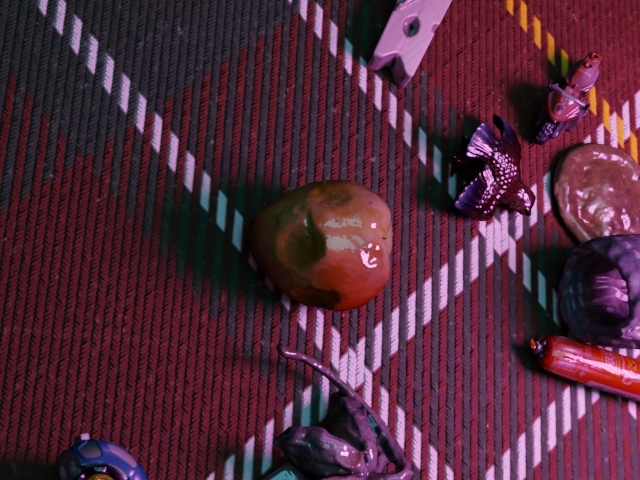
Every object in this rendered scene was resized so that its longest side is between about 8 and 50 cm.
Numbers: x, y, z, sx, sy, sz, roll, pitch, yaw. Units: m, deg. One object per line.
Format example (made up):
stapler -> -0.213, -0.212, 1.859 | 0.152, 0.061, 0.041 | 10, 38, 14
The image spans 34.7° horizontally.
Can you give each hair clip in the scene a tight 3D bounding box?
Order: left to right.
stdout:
hair clip -> 0.188, -0.436, 1.868 | 0.101, 0.085, 0.331 | 27, 74, -7

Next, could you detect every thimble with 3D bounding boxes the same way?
thimble -> 0.528, 0.093, 1.746 | 0.172, 0.236, 0.205 | -1, 115, -20

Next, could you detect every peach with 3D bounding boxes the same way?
peach -> 0.000, 0.000, 1.622 | 0.235, 0.214, 0.214 | 9, 71, 2

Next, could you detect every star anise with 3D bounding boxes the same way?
star anise -> 0.040, 0.355, 1.535 | 0.359, 0.139, 0.316 | 39, 40, -19

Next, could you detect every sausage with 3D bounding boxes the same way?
sausage -> 0.481, 0.221, 1.779 | 0.274, 0.074, 0.074 | 18, 69, -12

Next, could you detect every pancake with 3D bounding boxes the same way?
pancake -> 0.533, -0.072, 1.899 | 0.222, 0.042, 0.236 | 2, 74, -20

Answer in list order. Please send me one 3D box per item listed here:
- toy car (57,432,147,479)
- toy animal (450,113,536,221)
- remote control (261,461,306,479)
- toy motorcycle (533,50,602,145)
toy car -> -0.266, 0.413, 1.402 | 0.166, 0.198, 0.314 | -9, 77, -29
toy animal -> 0.315, -0.116, 1.797 | 0.179, 0.116, 0.218 | 33, 60, -6
remote control -> -0.129, 0.427, 1.534 | 0.261, 0.029, 0.067 | -31, 86, -22
toy motorcycle -> 0.461, -0.268, 1.891 | 0.084, 0.118, 0.212 | 33, 65, 10
